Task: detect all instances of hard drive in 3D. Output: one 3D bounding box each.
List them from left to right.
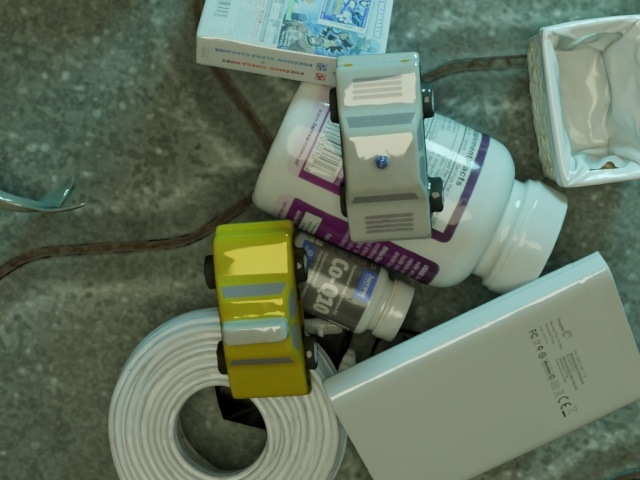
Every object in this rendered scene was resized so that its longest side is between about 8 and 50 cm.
[{"bbox_3d":[0.178,0.153,1.482,0.307,0.040,0.203,-25,128,3],"label":"hard drive"}]

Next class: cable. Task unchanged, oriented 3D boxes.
[{"bbox_3d":[-0.099,0.198,1.521,0.257,0.089,0.257,8,99,1],"label":"cable"}]

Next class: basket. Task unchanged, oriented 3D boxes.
[{"bbox_3d":[0.281,-0.144,1.488,0.113,0.103,0.167,-8,94,-6],"label":"basket"}]

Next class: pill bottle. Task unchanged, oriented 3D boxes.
[{"bbox_3d":[0.025,0.051,1.503,0.137,0.078,0.078,23,98,-2],"label":"pill bottle"},{"bbox_3d":[0.095,-0.052,1.482,0.301,0.169,0.169,24,98,-2],"label":"pill bottle"}]

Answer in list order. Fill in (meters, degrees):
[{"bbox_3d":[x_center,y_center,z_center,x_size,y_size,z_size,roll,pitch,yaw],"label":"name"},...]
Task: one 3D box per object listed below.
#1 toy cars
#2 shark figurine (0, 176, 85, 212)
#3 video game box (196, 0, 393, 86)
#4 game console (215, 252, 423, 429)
[{"bbox_3d":[0.000,0.000,1.373,0.176,0.087,0.394,35,107,-5],"label":"toy cars"},{"bbox_3d":[-0.385,-0.109,1.499,0.166,0.116,0.278,-36,91,-13],"label":"shark figurine"},{"bbox_3d":[-0.018,-0.250,1.457,0.187,0.205,0.048,9,143,2],"label":"video game box"},{"bbox_3d":[0.074,0.132,1.571,0.361,0.044,0.213,14,98,-1],"label":"game console"}]
